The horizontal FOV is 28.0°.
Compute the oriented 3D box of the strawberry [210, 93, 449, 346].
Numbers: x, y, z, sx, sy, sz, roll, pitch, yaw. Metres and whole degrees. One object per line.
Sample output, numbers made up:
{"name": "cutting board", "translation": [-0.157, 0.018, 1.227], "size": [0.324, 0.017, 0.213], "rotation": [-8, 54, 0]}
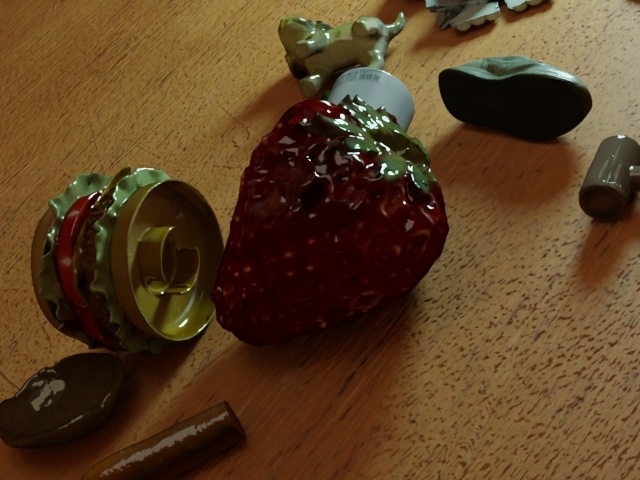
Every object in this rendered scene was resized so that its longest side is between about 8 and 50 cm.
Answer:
{"name": "strawberry", "translation": [0.000, 0.000, 1.698], "size": [0.345, 0.295, 0.317], "rotation": [-55, 45, 22]}

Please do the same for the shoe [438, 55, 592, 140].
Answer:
{"name": "shoe", "translation": [0.295, -0.221, 1.883], "size": [0.098, 0.103, 0.275], "rotation": [-32, 32, -28]}

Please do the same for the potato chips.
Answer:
{"name": "potato chips", "translation": [-0.358, 0.235, 1.797], "size": [0.208, 0.061, 0.195], "rotation": [-26, 27, 8]}

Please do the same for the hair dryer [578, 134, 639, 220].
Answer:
{"name": "hair dryer", "translation": [0.428, -0.080, 1.629], "size": [0.182, 0.064, 0.117], "rotation": [4, 43, 30]}

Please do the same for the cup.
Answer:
{"name": "cup", "translation": [0.044, -0.165, 1.965], "size": [0.174, 0.134, 0.142], "rotation": [-6, 41, 30]}

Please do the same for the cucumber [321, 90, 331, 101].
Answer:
{"name": "cucumber", "translation": [0.021, -0.209, 2.132], "size": [0.037, 0.037, 0.155], "rotation": [-22, 34, 12]}

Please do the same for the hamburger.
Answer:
{"name": "hamburger", "translation": [-0.288, 0.031, 1.831], "size": [0.212, 0.274, 0.274], "rotation": [-3, 41, 28]}

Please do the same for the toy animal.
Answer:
{"name": "toy animal", "translation": [0.019, -0.340, 2.245], "size": [0.233, 0.121, 0.168], "rotation": [-5, 29, 28]}

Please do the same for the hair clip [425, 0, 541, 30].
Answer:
{"name": "hair clip", "translation": [0.291, -0.422, 2.201], "size": [0.220, 0.054, 0.140], "rotation": [-17, 30, 14]}

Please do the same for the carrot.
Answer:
{"name": "carrot", "translation": [-0.205, 0.277, 1.620], "size": [0.225, 0.067, 0.067], "rotation": [-26, 33, 1]}
